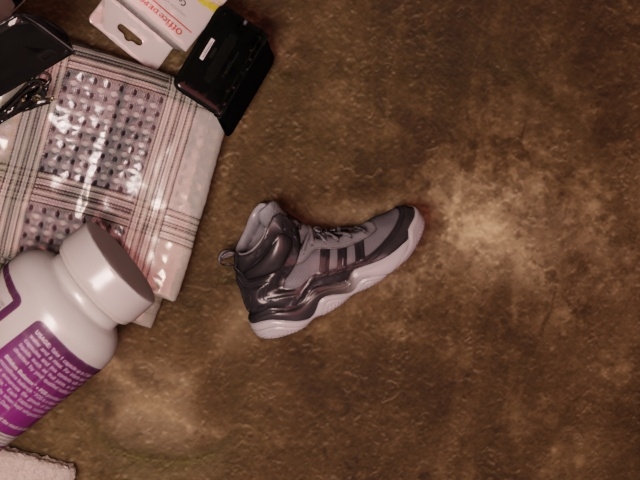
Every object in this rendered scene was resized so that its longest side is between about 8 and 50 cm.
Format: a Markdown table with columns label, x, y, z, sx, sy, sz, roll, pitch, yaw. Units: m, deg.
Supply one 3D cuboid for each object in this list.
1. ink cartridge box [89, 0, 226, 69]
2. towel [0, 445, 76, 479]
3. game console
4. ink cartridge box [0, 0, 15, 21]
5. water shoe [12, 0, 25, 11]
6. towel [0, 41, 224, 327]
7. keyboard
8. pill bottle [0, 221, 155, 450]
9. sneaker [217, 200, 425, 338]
| label | x | y | z | sx | sy | sz | roll | pitch | yaw |
| --- | --- | --- | --- | --- | --- | --- | --- | --- | --- |
| ink cartridge box | -0.178 | -0.312 | 1.883 | 0.115 | 0.067 | 0.198 | 38 | 86 | -21 |
| towel | -0.459 | 0.328 | 1.910 | 0.282 | 0.049 | 0.187 | 19 | 93 | -21 |
| game console | -0.117 | -0.208 | 1.897 | 0.107 | 0.071 | 0.122 | 33 | 76 | -16 |
| ink cartridge box | -0.500 | -0.309 | 1.709 | 0.201 | 0.117 | 0.278 | -28 | 113 | 9 |
| water shoe | -0.341 | -0.350 | 1.815 | 0.073 | 0.080 | 0.203 | 34 | 87 | -20 |
| towel | -0.292 | -0.070 | 1.894 | 0.312 | 0.056 | 0.324 | 17 | 94 | -21 |
| keyboard | -0.421 | -0.155 | 1.747 | 0.317 | 0.201 | 0.033 | -28 | 70 | 10 |
| pill bottle | -0.348 | 0.118 | 1.816 | 0.301 | 0.169 | 0.169 | -38 | 109 | 6 |
| sneaker | 0.000 | 0.000 | 1.978 | 0.268 | 0.101 | 0.153 | -34 | 111 | -8 |
